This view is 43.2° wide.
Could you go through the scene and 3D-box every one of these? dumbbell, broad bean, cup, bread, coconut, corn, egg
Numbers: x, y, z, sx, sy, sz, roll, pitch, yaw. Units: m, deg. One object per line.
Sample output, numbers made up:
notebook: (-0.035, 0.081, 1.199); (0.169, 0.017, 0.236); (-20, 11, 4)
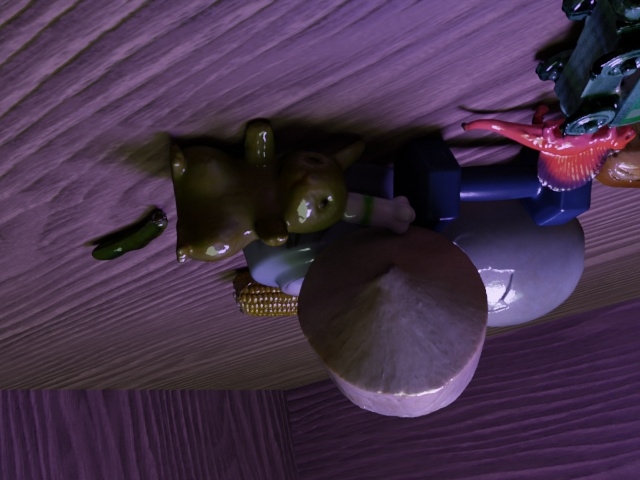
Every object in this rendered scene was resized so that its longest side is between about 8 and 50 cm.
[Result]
dumbbell: (0.285, -0.095, 1.343); (0.325, 0.159, 0.144); (-3, -168, -16)
broad bean: (-0.336, -0.008, 1.459); (0.069, 0.039, 0.227); (-2, 161, -45)
cup: (0.000, 0.000, 1.463); (0.348, 0.163, 0.347); (-9, 162, -3)
bread: (0.561, -0.149, 1.387); (0.237, 0.106, 0.140); (-2, 164, -20)
coconut: (0.116, 0.121, 1.250); (0.329, 0.328, 0.329); (-9, 163, -3)
corn: (-0.027, 0.106, 1.852); (0.345, 0.131, 0.131); (-8, 163, -3)
egg: (0.319, 0.028, 1.531); (0.336, 0.278, 0.278); (-3, 162, -18)

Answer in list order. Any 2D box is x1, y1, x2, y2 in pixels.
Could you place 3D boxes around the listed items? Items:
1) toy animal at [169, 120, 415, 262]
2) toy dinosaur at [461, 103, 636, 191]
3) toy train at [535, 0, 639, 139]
toy animal: (-0.052, -0.074, 1.186); (0.363, 0.181, 0.180); (-10, 172, 5)
toy dinosaur: (0.353, -0.137, 1.260); (0.286, 0.070, 0.138); (-6, 126, -6)
toy train: (0.394, -0.235, 1.001); (0.203, 0.120, 0.301); (-14, 163, 1)
